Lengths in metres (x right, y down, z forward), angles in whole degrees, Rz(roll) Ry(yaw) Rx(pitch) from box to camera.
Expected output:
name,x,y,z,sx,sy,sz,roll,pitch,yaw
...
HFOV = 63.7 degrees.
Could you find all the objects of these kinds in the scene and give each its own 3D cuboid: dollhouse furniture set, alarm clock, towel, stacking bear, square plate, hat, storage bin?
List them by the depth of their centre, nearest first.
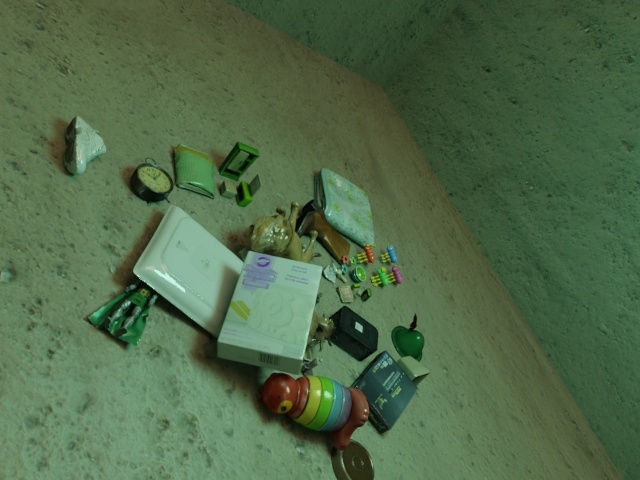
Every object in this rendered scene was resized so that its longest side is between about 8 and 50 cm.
name,x,y,z,sx,sy,sz,roll,pitch,yaw
stacking bear,-0.034,0.467,1.494,0.288,0.176,0.164,23,23,-21
square plate,-0.363,0.084,1.565,0.344,0.049,0.347,45,27,-24
dollhouse furniture set,-0.042,0.365,1.661,0.090,0.081,0.114,24,38,-34
alarm clock,-0.554,-0.202,1.692,0.129,0.064,0.192,18,44,-39
storage bin,0.118,0.340,1.886,0.180,0.084,0.122,38,32,-16
dollhouse furniture set,-0.375,-0.271,1.906,0.301,0.151,0.198,17,42,-40
dollhouse furniture set,0.129,0.221,2.094,0.151,0.059,0.076,-2,62,-29
hat,0.409,0.385,2.095,0.208,0.183,0.173,-13,65,-56
towel,0.118,-0.163,2.453,0.320,0.090,0.375,30,35,-26

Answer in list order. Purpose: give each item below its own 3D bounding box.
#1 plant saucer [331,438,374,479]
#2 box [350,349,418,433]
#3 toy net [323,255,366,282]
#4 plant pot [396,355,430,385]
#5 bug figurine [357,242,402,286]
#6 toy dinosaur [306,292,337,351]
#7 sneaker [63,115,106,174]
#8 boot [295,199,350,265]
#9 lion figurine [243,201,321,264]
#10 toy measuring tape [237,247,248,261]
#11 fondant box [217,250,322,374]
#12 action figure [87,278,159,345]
name,x,y,z,sx,sy,sz,roll,pitch,yaw
plant saucer,0.105,0.672,1.547,0.168,0.029,0.169,31,34,-24
box,0.219,0.521,1.794,0.183,0.059,0.232,51,42,5
toy net,0.098,0.115,2.126,0.232,0.045,0.122,5,68,-50
plant pot,0.328,0.500,1.951,0.109,0.109,0.096,5,40,-48
bug figurine,0.293,0.106,2.352,0.278,0.072,0.217,1,63,-51
toy dinosaur,-0.055,0.296,1.651,0.295,0.127,0.201,-33,110,-34
sneaker,-0.709,-0.283,1.573,0.115,0.090,0.232,23,39,-40
boot,0.000,0.000,2.162,0.280,0.096,0.264,52,28,-16
lion figurine,-0.111,0.025,1.866,0.392,0.142,0.240,50,40,-39
toy measuring tape,-0.142,0.134,1.761,0.330,0.121,0.121,48,31,-1
fondant box,-0.141,0.202,1.506,0.238,0.096,0.331,12,48,1
action figure,-0.489,0.162,1.368,0.137,0.063,0.232,37,29,-11
